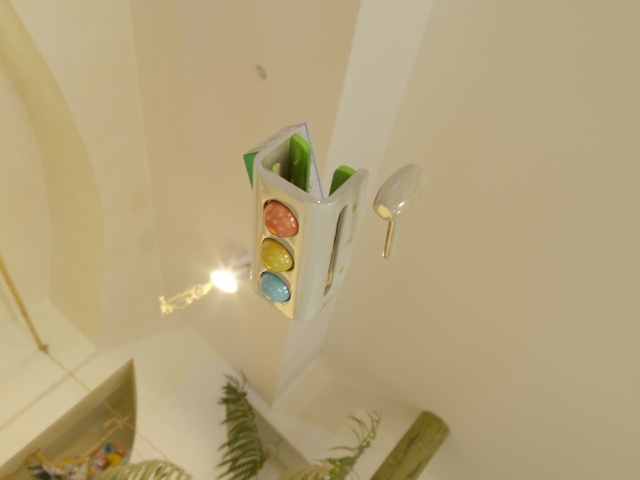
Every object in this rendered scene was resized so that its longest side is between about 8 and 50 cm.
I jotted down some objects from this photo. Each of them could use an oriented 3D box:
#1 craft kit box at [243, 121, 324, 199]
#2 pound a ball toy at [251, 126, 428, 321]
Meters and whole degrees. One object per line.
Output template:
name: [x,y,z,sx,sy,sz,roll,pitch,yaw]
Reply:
craft kit box: [-0.051,-0.077,1.160,0.061,0.246,0.249,-9,-72,14]
pound a ball toy: [0.000,0.000,0.846,0.208,0.136,0.319,34,-35,18]
